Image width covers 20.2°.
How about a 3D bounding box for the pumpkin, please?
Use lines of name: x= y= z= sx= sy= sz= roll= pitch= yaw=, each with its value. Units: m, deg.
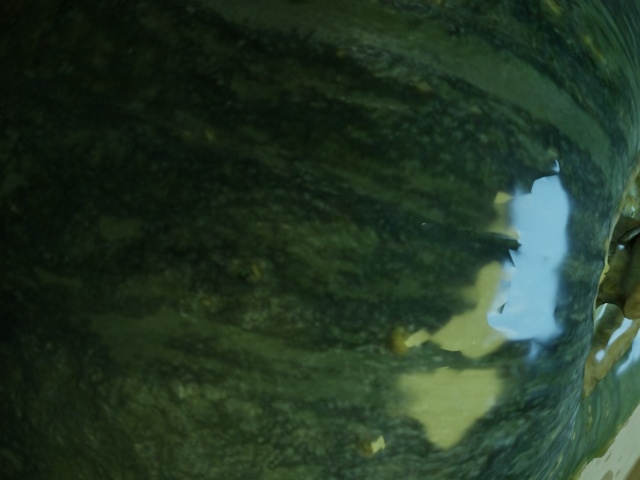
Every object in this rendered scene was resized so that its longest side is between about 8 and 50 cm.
pumpkin: x=0.000 y=0.000 z=0.643 sx=0.292 sy=0.257 sz=0.327 roll=-69 pitch=156 yaw=-5
